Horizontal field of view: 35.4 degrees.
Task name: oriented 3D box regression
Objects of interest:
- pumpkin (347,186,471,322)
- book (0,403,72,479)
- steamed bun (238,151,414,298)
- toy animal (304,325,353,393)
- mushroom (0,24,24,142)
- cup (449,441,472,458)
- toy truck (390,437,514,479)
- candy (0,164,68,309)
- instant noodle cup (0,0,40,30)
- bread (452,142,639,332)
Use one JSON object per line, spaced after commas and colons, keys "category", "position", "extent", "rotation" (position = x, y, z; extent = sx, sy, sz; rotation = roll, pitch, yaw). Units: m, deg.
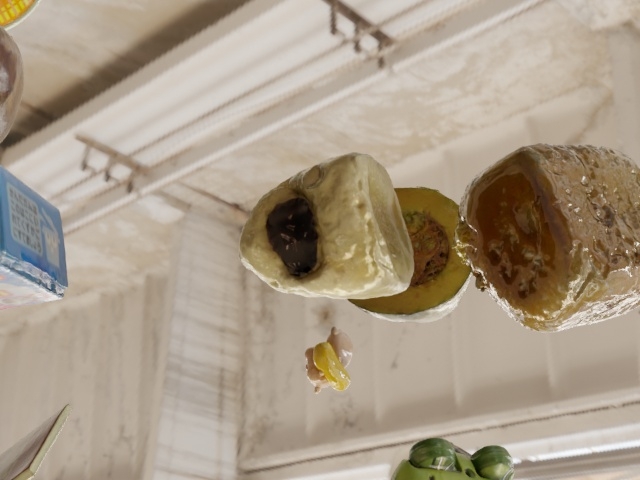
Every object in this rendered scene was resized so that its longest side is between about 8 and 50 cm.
{"category": "pumpkin", "position": [0.124, 0.037, 1.436], "extent": [0.217, 0.110, 0.217], "rotation": [-10, -130, 13]}
{"category": "book", "position": [-0.517, 0.381, 1.685], "extent": [0.232, 0.022, 0.162], "rotation": [-38, -163, 29]}
{"category": "steamed bun", "position": [0.000, 0.000, 1.000], "extent": [0.155, 0.172, 0.141], "rotation": [-15, -98, 16]}
{"category": "toy animal", "position": [0.004, 0.205, 1.741], "extent": [0.082, 0.091, 0.114], "rotation": [-18, -132, 37]}
{"category": "mushroom", "position": [-0.453, -0.128, 0.908], "extent": [0.345, 0.345, 0.239], "rotation": [-4, -117, 47]}
{"category": "cup", "position": [0.193, 0.424, 1.514], "extent": [0.176, 0.169, 0.223], "rotation": [39, -64, 7]}
{"category": "toy truck", "position": [0.151, 0.358, 1.283], "extent": [0.210, 0.187, 0.148], "rotation": [-39, -140, 30]}
{"category": "candy", "position": [-0.408, 0.018, 0.923], "extent": [0.305, 0.157, 0.100], "rotation": [-11, -105, 5]}
{"category": "instant noodle cup", "position": [-0.403, -0.341, 1.101], "extent": [0.168, 0.185, 0.169], "rotation": [0, -112, 1]}
{"category": "bread", "position": [0.275, 0.003, 1.138], "extent": [0.176, 0.246, 0.196], "rotation": [-38, -114, 44]}
